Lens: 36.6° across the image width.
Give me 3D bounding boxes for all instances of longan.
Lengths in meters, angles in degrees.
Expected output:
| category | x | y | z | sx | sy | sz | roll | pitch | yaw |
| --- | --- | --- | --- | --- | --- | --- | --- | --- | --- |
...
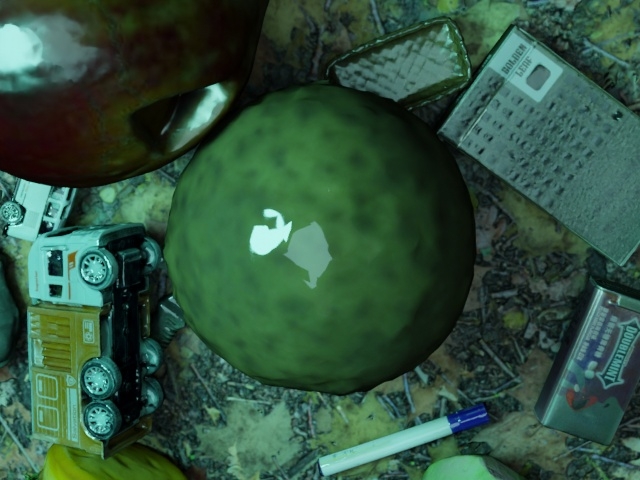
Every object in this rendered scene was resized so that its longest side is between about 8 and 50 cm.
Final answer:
| category | x | y | z | sx | sy | sz | roll | pitch | yaw |
| --- | --- | --- | --- | --- | --- | --- | --- | --- | --- |
| longan | 0.000 | 0.000 | 1.205 | 0.390 | 0.391 | 0.391 | 0 | 104 | 1 |

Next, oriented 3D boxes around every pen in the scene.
| category | x | y | z | sx | sy | sz | roll | pitch | yaw |
| --- | --- | --- | --- | --- | --- | --- | --- | --- | --- |
| pen | 0.123 | 0.297 | 1.438 | 0.268 | 0.033 | 0.033 | -20 | 102 | 5 |

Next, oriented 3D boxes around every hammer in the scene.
| category | x | y | z | sx | sy | sz | roll | pitch | yaw |
| --- | --- | --- | --- | --- | --- | --- | --- | --- | --- |
| hammer | -0.238 | 0.130 | 1.402 | 0.158 | 0.041 | 0.226 | 43 | 100 | -7 |

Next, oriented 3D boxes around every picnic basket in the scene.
| category | x | y | z | sx | sy | sz | roll | pitch | yaw |
| --- | --- | --- | --- | --- | --- | --- | --- | --- | --- |
| picnic basket | 0.103 | -0.225 | 1.301 | 0.193 | 0.055 | 0.110 | -20 | 103 | 5 |

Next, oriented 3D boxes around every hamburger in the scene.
| category | x | y | z | sx | sy | sz | roll | pitch | yaw |
| --- | --- | --- | --- | --- | --- | --- | --- | --- | --- |
| hamburger | -0.305 | 0.389 | 1.365 | 0.246 | 0.246 | 0.170 | 22 | 94 | -4 |

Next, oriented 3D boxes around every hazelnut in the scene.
| category | x | y | z | sx | sy | sz | roll | pitch | yaw |
| --- | --- | --- | --- | --- | --- | --- | --- | --- | --- |
| hazelnut | -0.276 | -0.263 | 1.137 | 0.401 | 0.402 | 0.430 | -19 | 62 | 6 |

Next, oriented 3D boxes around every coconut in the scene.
| category | x | y | z | sx | sy | sz | roll | pitch | yaw |
| --- | --- | --- | --- | --- | --- | --- | --- | --- | --- |
| coconut | 0.228 | 0.409 | 1.380 | 0.204 | 0.236 | 0.236 | -30 | 103 | 42 |

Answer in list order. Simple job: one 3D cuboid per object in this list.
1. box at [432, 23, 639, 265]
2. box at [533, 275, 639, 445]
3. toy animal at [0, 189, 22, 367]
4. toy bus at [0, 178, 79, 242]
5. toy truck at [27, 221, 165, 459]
| category | x | y | z | sx | sy | sz | roll | pitch | yaw |
| --- | --- | --- | --- | --- | --- | --- | --- | --- | --- |
| box | 0.337 | -0.128 | 1.323 | 0.324 | 0.047 | 0.180 | 35 | 102 | -6 |
| box | 0.400 | 0.173 | 1.384 | 0.120 | 0.069 | 0.224 | 17 | 104 | -3 |
| toy animal | -0.501 | 0.067 | 1.374 | 0.137 | 0.082 | 0.270 | -5 | 99 | -1 |
| toy bus | -0.373 | -0.090 | 1.332 | 0.089 | 0.087 | 0.194 | 19 | 102 | -9 |
| toy truck | -0.316 | 0.127 | 1.320 | 0.162 | 0.136 | 0.306 | 4 | 99 | 21 |
